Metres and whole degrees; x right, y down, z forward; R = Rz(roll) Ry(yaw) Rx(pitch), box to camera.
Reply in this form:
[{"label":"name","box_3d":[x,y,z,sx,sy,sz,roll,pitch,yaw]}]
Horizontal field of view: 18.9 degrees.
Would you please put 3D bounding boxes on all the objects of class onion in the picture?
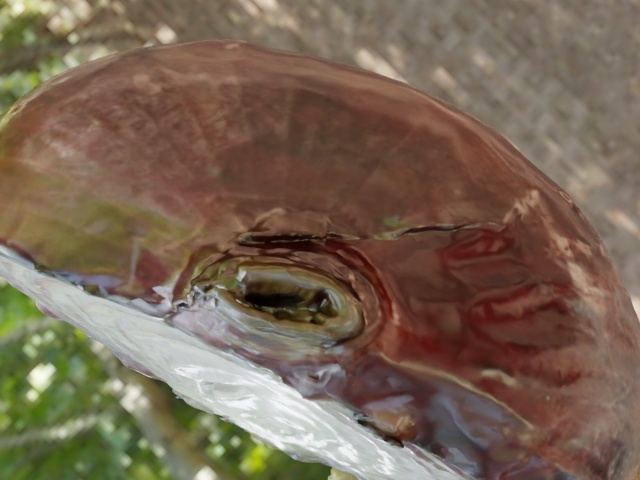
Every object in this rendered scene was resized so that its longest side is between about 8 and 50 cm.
[{"label":"onion","box_3d":[0.000,0.000,0.518,0.206,0.098,0.151,27,166,6]}]

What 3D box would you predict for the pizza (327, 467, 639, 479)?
[{"label":"pizza","box_3d":[0.104,0.159,0.782,0.292,0.197,0.058,48,160,-28]}]
